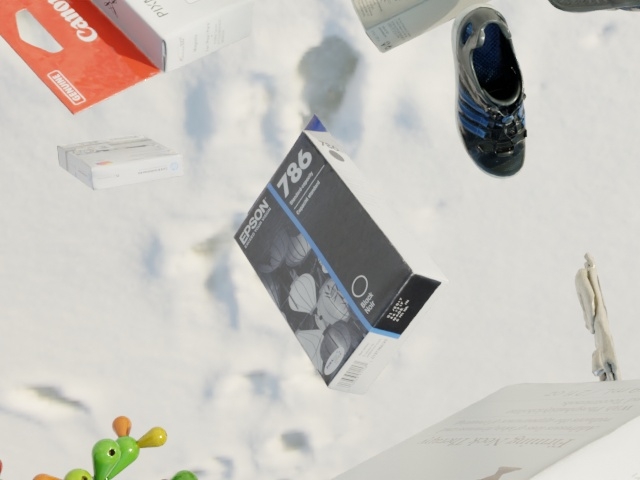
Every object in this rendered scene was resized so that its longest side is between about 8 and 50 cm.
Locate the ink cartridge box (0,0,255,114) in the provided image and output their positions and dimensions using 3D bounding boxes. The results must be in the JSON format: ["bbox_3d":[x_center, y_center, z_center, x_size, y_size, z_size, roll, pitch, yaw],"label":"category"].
[{"bbox_3d":[-0.250,-0.286,1.347,0.239,0.275,0.060,-30,150,-28],"label":"ink cartridge box"}]

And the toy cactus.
[{"bbox_3d":[-0.238,0.270,1.197,0.219,0.112,0.180,-2,118,-33],"label":"toy cactus"}]

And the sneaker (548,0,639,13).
[{"bbox_3d":[0.345,-0.280,1.255,0.227,0.130,0.087,1,112,5],"label":"sneaker"}]

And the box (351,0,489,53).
[{"bbox_3d":[0.166,-0.343,1.441,0.275,0.113,0.094,-23,163,11],"label":"box"}]

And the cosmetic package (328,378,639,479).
[{"bbox_3d":[0.189,0.349,1.126,0.393,0.327,0.329,-22,-178,-29],"label":"cosmetic package"}]

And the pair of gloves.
[{"bbox_3d":[0.426,0.147,1.826,0.042,0.204,0.240,-12,150,12],"label":"pair of gloves"}]

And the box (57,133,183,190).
[{"bbox_3d":[-0.312,-0.124,1.847,0.145,0.038,0.186,-11,-162,-26],"label":"box"}]

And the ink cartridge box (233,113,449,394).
[{"bbox_3d":[0.000,0.000,1.335,0.065,0.333,0.165,16,116,-40],"label":"ink cartridge box"}]

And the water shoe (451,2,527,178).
[{"bbox_3d":[0.177,-0.142,1.238,0.073,0.080,0.203,-19,120,0],"label":"water shoe"}]
